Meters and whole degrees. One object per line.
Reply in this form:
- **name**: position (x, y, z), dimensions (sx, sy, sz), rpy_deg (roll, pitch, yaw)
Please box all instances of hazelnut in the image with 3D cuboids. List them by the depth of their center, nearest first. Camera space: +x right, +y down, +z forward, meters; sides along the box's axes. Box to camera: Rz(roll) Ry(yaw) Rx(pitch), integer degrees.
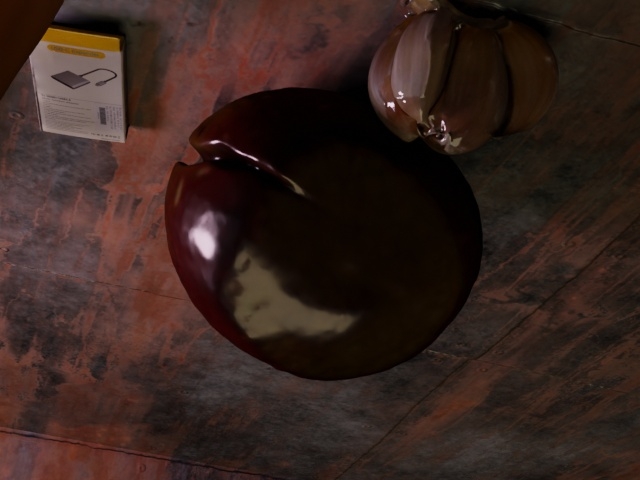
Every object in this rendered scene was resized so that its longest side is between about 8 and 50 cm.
- **hazelnut**: position (0.000, 0.000, 1.508), dimensions (0.430, 0.402, 0.402), rpy_deg (13, 150, -16)

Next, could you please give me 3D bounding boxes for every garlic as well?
- **garlic**: position (0.170, -0.196, 1.383), dimensions (0.214, 0.191, 0.160), rpy_deg (10, 178, -28)

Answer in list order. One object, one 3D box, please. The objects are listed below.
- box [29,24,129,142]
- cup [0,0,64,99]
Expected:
- **box**: position (-0.332, -0.222, 1.542), dimensions (0.129, 0.033, 0.247), rpy_deg (9, 151, -5)
- **cup**: position (-0.447, -0.244, 1.312), dimensions (0.226, 0.263, 0.182), rpy_deg (16, 159, 5)
